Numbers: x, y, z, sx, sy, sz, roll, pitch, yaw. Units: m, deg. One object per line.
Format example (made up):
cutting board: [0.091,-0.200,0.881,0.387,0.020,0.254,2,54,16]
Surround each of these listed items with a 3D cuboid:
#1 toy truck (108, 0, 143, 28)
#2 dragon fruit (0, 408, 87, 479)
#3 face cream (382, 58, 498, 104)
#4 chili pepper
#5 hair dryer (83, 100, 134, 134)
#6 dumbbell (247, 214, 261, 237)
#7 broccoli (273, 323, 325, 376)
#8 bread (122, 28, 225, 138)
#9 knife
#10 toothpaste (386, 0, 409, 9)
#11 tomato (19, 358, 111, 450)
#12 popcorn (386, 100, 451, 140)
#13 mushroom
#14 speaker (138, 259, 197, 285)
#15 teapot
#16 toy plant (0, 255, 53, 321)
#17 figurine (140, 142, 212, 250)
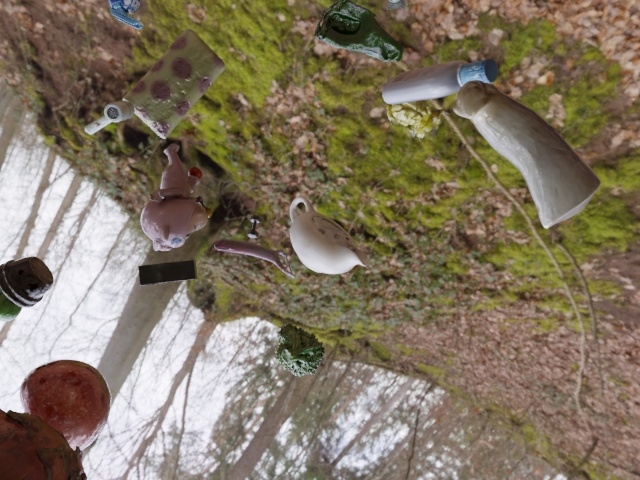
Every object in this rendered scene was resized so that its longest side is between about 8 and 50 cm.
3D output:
toy truck: [-0.463,-0.552,1.150,0.056,0.073,0.090,-98,-9,-87]
dragon fruit: [-0.654,0.483,0.992,0.315,0.250,0.250,42,-172,-42]
face cream: [0.339,-0.457,1.367,0.337,0.163,0.080,9,131,50]
chili pepper: [0.081,-0.444,1.045,0.216,0.108,0.062,32,179,12]
hair dryer: [-0.541,-0.304,1.206,0.047,0.137,0.082,61,-169,-18]
dumbbell: [-0.239,-0.051,1.729,0.040,0.083,0.036,11,158,-10]
broccoli: [-0.092,0.411,1.783,0.219,0.194,0.194,59,-156,14]
bread: [-0.499,-0.536,1.649,0.187,0.338,0.155,43,172,-27]
knife: [-0.199,0.034,1.504,0.278,0.053,0.123,20,-153,-36]
toothpaste: [0.176,-0.557,1.109,0.197,0.057,0.034,-57,-46,-70]
tomato: [-0.723,0.473,1.374,0.227,0.270,0.270,-11,-139,-28]
popcorn: [0.332,-0.455,1.695,0.195,0.173,0.168,45,-167,-8]
mushroom: [0.475,-0.226,1.128,0.177,0.126,0.397,-22,-112,-27]
speaker: [-0.606,0.129,1.905,0.218,0.082,0.044,-6,176,-5]
teapot: [0.000,0.000,0.935,0.145,0.092,0.226,8,-145,-53]
toy plant: [-1.072,0.159,1.671,0.218,0.235,0.175,57,177,26]
figurine: [-0.385,-0.108,1.326,0.186,0.176,0.287,12,-117,-20]
